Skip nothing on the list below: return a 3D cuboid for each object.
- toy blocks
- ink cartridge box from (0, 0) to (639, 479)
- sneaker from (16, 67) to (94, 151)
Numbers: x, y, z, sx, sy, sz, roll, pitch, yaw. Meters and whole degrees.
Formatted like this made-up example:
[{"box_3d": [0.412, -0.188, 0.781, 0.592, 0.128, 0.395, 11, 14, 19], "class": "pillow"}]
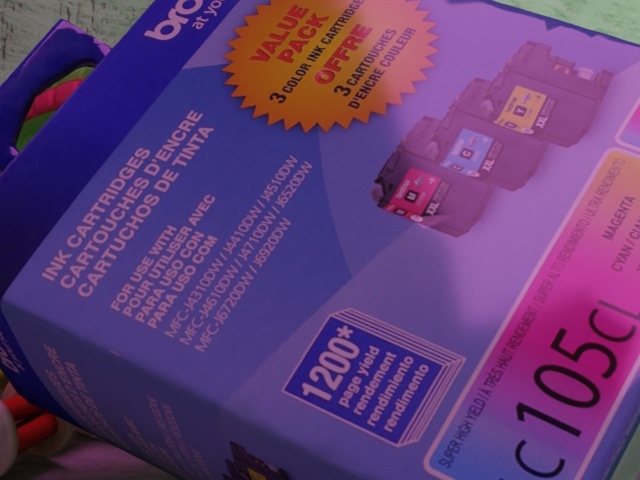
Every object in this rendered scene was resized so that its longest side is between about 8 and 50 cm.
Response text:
[{"box_3d": [-0.207, 0.097, 0.744, 0.123, 0.054, 0.148, 13, 13, 25], "class": "toy blocks"}, {"box_3d": [0.000, 0.000, 0.652, 0.395, 0.270, 0.151, 21, -29, 26], "class": "ink cartridge box"}, {"box_3d": [-0.251, -0.033, 1.080, 0.482, 0.185, 0.202, 2, -19, 37], "class": "sneaker"}]
